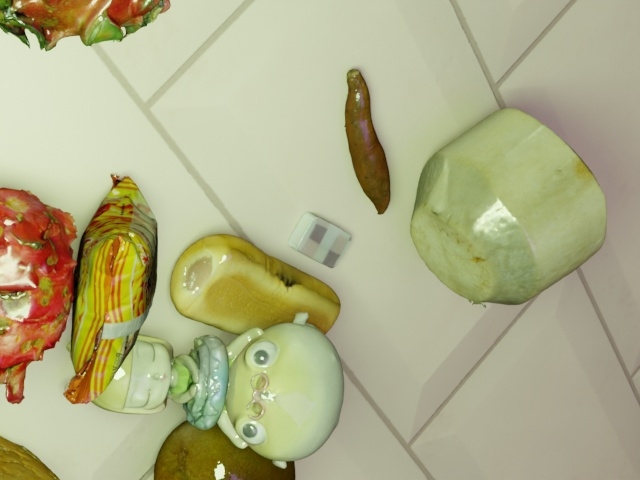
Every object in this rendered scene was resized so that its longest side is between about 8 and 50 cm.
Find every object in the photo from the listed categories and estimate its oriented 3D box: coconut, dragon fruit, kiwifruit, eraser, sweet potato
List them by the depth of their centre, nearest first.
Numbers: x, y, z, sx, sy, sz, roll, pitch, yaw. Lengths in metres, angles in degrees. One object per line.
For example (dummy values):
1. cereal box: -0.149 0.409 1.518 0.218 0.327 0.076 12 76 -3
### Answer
1. dragon fruit: -0.306 -0.286 1.475 0.269 0.198 0.200 -37 91 -26
2. dragon fruit: -0.393 0.066 1.596 0.205 0.210 0.268 -73 165 -73
3. kiwifruit: -0.140 0.361 2.028 0.196 0.196 0.234 -59 145 0
4. sweet potato: 0.070 -0.143 2.031 0.057 0.057 0.265 -36 132 -24
5. eraser: 0.000 0.000 2.069 0.105 0.026 0.065 30 89 -49
6. coconut: 0.312 -0.057 2.146 0.323 0.323 0.323 -23 128 -33

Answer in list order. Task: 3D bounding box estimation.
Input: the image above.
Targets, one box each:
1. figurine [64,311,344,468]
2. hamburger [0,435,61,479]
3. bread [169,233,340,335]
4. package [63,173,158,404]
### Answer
1. figurine: -0.172 0.203 1.892 0.394 0.274 0.227 7 86 -17
2. hamburger: -0.434 0.326 1.715 0.213 0.213 0.108 26 96 -49
3. bread: -0.098 0.081 1.971 0.142 0.091 0.305 -47 140 12
4. package: -0.260 0.052 1.677 0.108 0.288 0.223 7 113 -10
